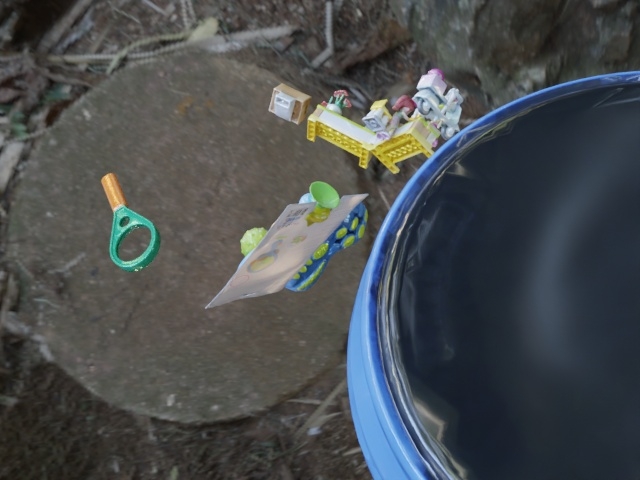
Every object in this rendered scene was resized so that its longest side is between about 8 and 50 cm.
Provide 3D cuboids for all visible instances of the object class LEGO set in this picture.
[{"bbox_3d":[0.075,-0.171,1.320,0.287,0.132,0.107,8,54,43],"label":"LEGO set"}]

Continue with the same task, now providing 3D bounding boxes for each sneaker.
[{"bbox_3d":[0.000,0.000,1.621,0.188,0.067,0.078,-45,35,-14],"label":"sneaker"}]

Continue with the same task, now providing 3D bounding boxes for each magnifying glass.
[{"bbox_3d":[-0.339,-0.036,1.773,0.092,0.026,0.231,-35,51,6],"label":"magnifying glass"}]

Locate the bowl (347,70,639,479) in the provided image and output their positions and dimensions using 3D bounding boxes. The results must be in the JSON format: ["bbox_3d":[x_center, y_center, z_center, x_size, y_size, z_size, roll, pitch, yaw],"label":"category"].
[{"bbox_3d":[0.208,0.056,0.606,0.391,0.077,0.391,-4,56,6],"label":"bowl"}]

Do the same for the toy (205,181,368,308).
[{"bbox_3d":[-0.055,-0.001,1.335,0.237,0.137,0.056,-44,66,42],"label":"toy"}]
